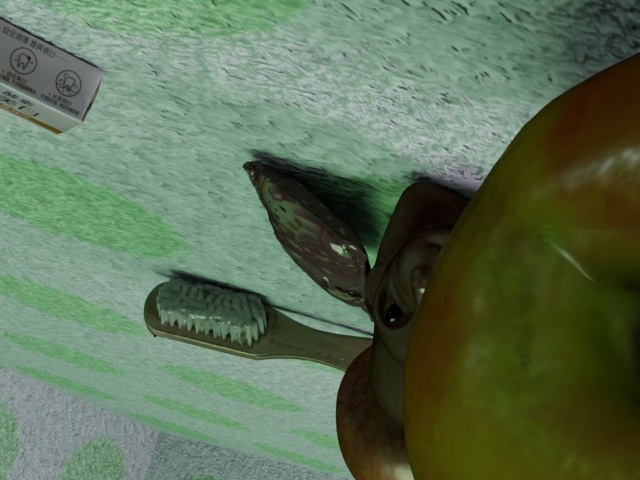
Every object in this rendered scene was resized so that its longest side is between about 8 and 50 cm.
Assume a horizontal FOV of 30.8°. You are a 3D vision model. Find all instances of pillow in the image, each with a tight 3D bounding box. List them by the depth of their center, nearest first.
[{"bbox_3d":[0.000,0.000,0.887,0.118,0.043,0.185,40,168,13],"label":"pillow"}]

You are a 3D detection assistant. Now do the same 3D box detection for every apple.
[{"bbox_3d":[0.107,0.174,1.125,0.188,0.188,0.174,10,160,26],"label":"apple"}]

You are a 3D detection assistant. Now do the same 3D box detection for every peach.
[{"bbox_3d":[0.189,0.068,0.479,0.307,0.308,0.332,8,166,32],"label":"peach"}]

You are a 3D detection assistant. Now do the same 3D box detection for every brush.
[{"bbox_3d":[-0.038,0.100,1.274,0.327,0.070,0.065,14,154,5],"label":"brush"}]

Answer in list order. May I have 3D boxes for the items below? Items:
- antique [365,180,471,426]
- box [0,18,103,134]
[{"bbox_3d":[0.088,0.055,0.825,0.121,0.143,0.257,18,163,3],"label":"antique"},{"bbox_3d":[-0.244,-0.131,0.721,0.218,0.040,0.055,26,164,-29],"label":"box"}]
